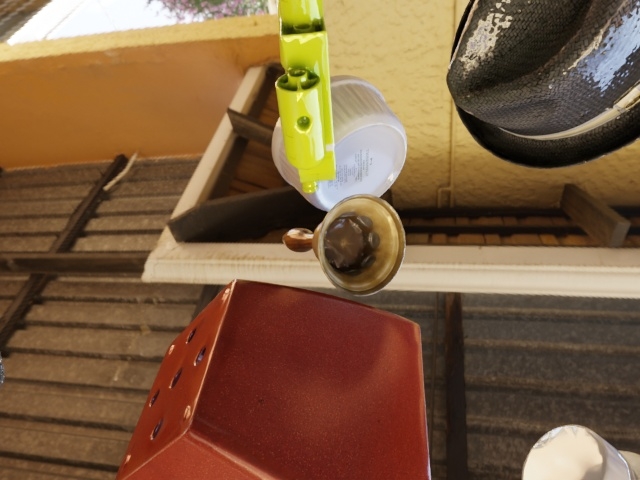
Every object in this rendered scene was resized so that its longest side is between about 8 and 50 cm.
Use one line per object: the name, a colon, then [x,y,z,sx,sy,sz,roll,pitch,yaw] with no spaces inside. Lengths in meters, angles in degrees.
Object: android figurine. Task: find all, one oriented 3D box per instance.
android figurine: [-0.018,-0.179,0.540,0.056,0.273,0.248,-5,-133,-1]

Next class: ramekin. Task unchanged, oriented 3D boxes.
ramekin: [0.038,-0.140,0.763,0.207,0.207,0.109,-26,-127,-11]

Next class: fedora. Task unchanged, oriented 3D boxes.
fedora: [0.262,-0.238,0.560,0.152,0.334,0.334,-12,-144,-42]

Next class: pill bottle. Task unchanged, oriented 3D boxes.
pill bottle: [0.333,0.302,0.507,0.229,0.131,0.131,38,-124,-7]

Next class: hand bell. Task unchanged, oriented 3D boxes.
hand bell: [0.000,0.000,0.699,0.126,0.126,0.242,-37,-162,-20]

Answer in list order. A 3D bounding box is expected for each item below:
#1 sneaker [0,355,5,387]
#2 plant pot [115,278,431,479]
sneaker: [-0.649,0.234,0.789,0.147,0.130,0.330,-9,-170,-4]
plant pot: [-0.061,0.202,0.544,0.267,0.235,0.267,-43,-155,35]
